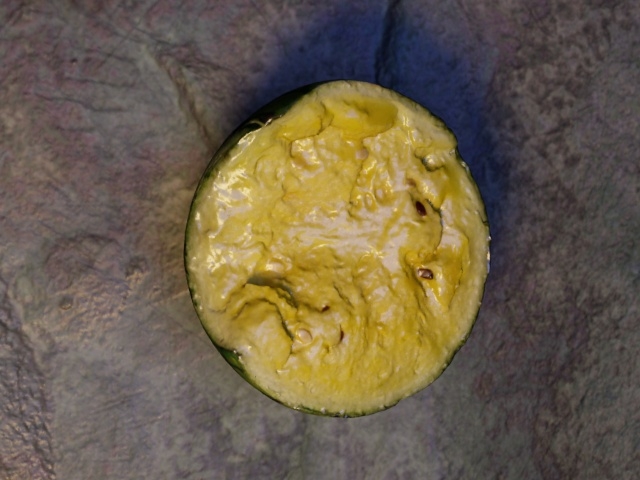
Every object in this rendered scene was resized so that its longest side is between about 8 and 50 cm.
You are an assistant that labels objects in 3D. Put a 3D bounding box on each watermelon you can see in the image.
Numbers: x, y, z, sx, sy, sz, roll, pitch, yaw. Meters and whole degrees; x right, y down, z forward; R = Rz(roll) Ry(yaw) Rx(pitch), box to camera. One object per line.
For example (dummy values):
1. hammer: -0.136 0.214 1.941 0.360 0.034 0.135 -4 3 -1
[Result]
1. watermelon: 0.000 0.000 1.663 0.330 0.189 0.331 -8 105 -34
